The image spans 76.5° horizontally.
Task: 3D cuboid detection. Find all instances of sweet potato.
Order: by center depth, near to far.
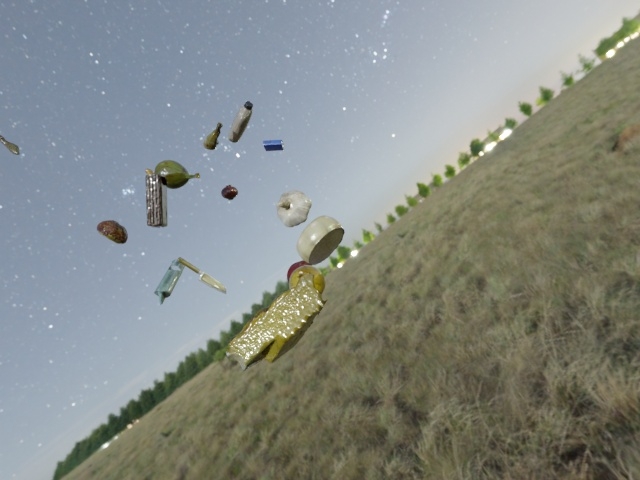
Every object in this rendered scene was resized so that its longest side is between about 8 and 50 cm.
[{"bbox_3d":[-1.355,-0.413,1.776,0.038,0.153,0.041,-41,-21,-37],"label":"sweet potato"}]

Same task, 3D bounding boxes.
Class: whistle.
[{"bbox_3d":[-0.606,0.160,1.631,0.062,0.062,0.312,-39,19,7],"label":"whistle"}]

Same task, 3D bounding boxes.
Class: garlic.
[{"bbox_3d":[-0.168,-0.167,2.048,0.199,0.199,0.226,-40,-20,20],"label":"garlic"}]

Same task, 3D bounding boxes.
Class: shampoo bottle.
[{"bbox_3d":[-0.425,-0.640,2.179,0.257,0.078,0.127,-49,14,46],"label":"shampoo bottle"}]

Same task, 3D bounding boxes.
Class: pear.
[{"bbox_3d":[-0.080,0.239,2.285,0.208,0.209,0.209,-38,-5,-4],"label":"pear"}]

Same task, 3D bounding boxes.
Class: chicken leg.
[{"bbox_3d":[-0.553,-0.546,2.119,0.178,0.070,0.093,-49,7,39],"label":"chicken leg"}]

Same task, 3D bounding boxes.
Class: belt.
[{"bbox_3d":[-0.128,0.210,2.687,0.124,0.128,0.201,-19,22,36],"label":"belt"}]

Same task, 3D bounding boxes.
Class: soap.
[{"bbox_3d":[-0.159,0.304,1.520,0.304,0.169,0.339,-21,-31,-52],"label":"soap"}]

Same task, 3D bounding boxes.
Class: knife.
[{"bbox_3d":[-0.513,0.157,1.760,0.022,0.256,0.046,-38,21,44],"label":"knife"}]

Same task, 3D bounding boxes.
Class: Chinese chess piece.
[{"bbox_3d":[0.000,0.000,2.101,0.270,0.112,0.270,-38,-26,-22],"label":"Chinese chess piece"}]

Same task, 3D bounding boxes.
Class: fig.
[{"bbox_3d":[-0.693,-0.337,2.025,0.259,0.152,0.151,-3,7,19],"label":"fig"}]

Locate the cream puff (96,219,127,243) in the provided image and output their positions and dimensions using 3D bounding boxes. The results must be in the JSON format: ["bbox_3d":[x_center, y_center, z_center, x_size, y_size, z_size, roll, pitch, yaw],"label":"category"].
[{"bbox_3d":[-0.955,-0.043,1.881,0.084,0.149,0.149,-60,-2,-7],"label":"cream puff"}]

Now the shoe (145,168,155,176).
[{"bbox_3d":[-0.980,-0.389,2.393,0.072,0.069,0.109,-47,-15,24],"label":"shoe"}]

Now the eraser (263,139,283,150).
[{"bbox_3d":[-0.210,-0.428,1.823,0.084,0.027,0.063,-2,-14,4],"label":"eraser"}]

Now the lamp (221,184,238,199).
[{"bbox_3d":[-0.539,-0.285,2.409,0.101,0.090,0.101,-11,5,1],"label":"lamp"}]

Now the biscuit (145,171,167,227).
[{"bbox_3d":[-0.751,-0.185,1.864,0.070,0.252,0.106,-1,1,-6],"label":"biscuit"}]
